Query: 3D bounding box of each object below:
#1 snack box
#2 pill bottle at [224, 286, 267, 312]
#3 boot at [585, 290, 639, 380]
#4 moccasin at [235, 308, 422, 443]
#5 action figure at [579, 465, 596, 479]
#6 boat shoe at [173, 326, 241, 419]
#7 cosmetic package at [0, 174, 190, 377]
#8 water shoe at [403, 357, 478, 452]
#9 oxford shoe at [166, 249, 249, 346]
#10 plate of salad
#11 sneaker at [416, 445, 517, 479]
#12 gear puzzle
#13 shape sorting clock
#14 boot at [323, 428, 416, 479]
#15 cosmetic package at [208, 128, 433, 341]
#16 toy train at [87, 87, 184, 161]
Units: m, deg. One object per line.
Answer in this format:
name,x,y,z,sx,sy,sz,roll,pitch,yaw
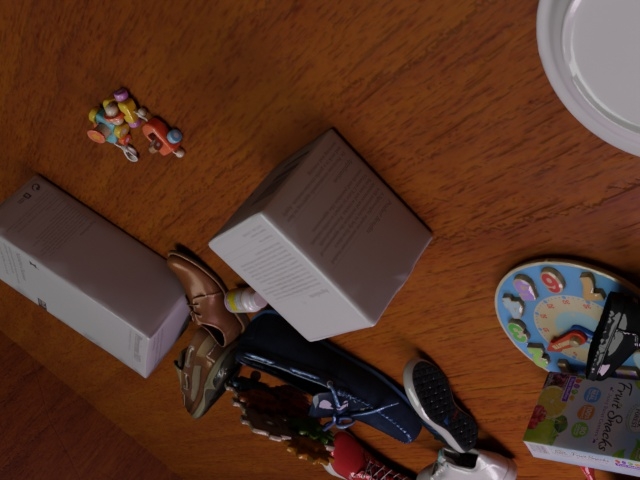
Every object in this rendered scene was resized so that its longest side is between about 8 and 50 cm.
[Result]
snack box,0.308,0.200,0.801,0.141,0.100,0.037,-2,135,44
pill bottle,-0.125,0.101,1.229,0.083,0.043,0.043,-9,127,50
boot,0.329,0.105,0.728,0.099,0.045,0.121,12,125,11
moccasin,0.008,0.256,1.234,0.342,0.116,0.137,30,149,11
action figure,0.390,0.239,0.849,0.280,0.091,0.139,-9,118,50
boat shoe,-0.240,0.266,1.512,0.120,0.122,0.324,39,141,6
cosmetic package,-0.440,0.073,1.401,0.385,0.156,0.217,33,147,8
water shoe,0.167,0.259,1.123,0.080,0.073,0.203,-1,132,49
oxford shoe,-0.211,0.106,1.295,0.076,0.076,0.212,-3,129,50
plate of salad,0.251,-0.144,0.521,0.200,0.048,0.199,34,147,25
sneaker,0.222,0.379,1.216,0.094,0.080,0.212,35,141,-19
gear puzzle,-0.062,0.311,1.294,0.176,0.044,0.339,19,-176,-19
shape sorting clock,0.293,0.102,0.815,0.206,0.040,0.206,25,147,18
boot,0.115,0.460,1.437,0.176,0.088,0.244,5,145,41
cosmetic package,0.000,0.000,0.864,0.183,0.151,0.151,46,148,-13
toy train,-0.275,-0.150,1.041,0.166,0.046,0.125,-7,128,49
